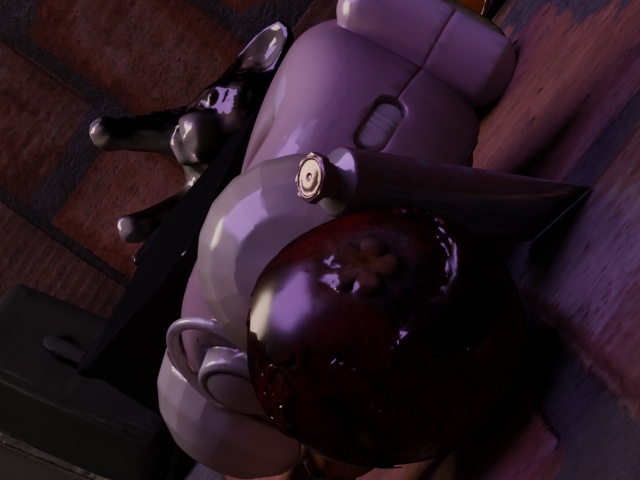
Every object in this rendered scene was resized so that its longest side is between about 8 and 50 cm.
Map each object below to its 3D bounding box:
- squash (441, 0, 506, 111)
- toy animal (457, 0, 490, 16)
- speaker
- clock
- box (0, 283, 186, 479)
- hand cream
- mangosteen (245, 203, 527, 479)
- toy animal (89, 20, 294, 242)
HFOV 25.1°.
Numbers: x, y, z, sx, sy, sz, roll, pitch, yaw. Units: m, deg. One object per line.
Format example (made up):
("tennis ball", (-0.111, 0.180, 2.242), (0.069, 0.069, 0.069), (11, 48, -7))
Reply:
("squash", (0.095, -0.169, 1.450), (0.170, 0.170, 0.123), (-68, 3, -58))
("toy animal", (0.186, -0.371, 1.677), (0.284, 0.225, 0.302), (-24, 31, 38))
("speaker", (-0.086, 0.053, 1.440), (0.254, 0.184, 0.232), (-46, 16, 41))
("clock", (0.000, 0.000, 1.120), (0.342, 0.184, 0.325), (104, -171, -55))
("box", (-0.289, 0.193, 1.649), (0.220, 0.291, 0.166), (-70, 4, -58))
("hand cream", (0.079, -0.029, 0.922), (0.067, 0.210, 0.043), (-48, 48, 39))
("mangosteen", (0.039, 0.065, 0.863), (0.166, 0.166, 0.180), (-58, -17, -25))
("toy animal", (-0.051, -0.122, 1.648), (0.303, 0.194, 0.344), (-29, -13, 25))
